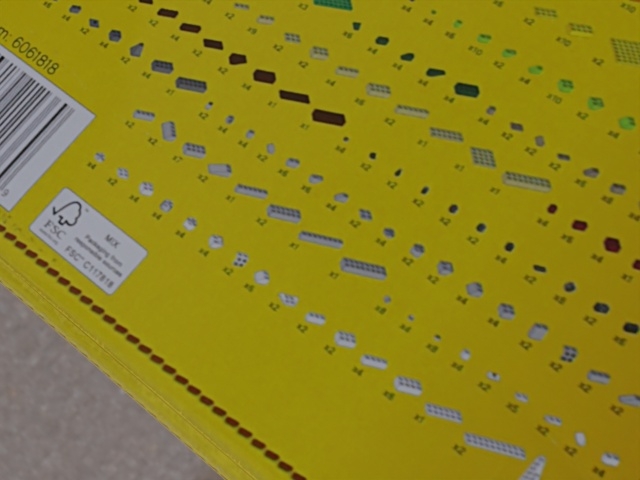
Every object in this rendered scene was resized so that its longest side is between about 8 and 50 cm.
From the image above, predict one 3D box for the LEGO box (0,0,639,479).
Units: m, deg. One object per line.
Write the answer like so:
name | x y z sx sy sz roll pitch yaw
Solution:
LEGO box | 0.000 0.000 0.576 0.193 0.500 0.372 -50 154 -9
